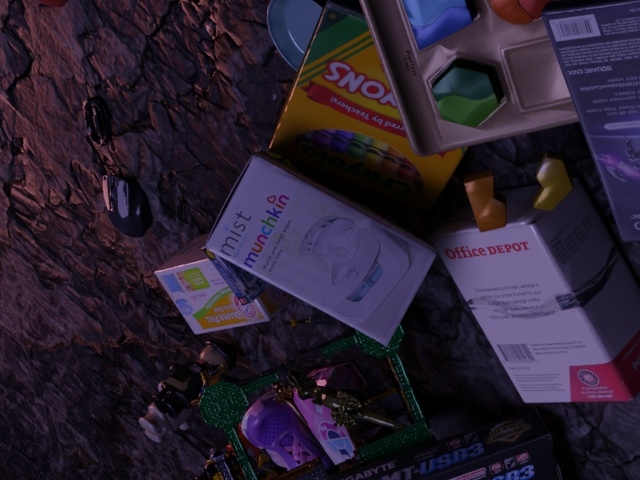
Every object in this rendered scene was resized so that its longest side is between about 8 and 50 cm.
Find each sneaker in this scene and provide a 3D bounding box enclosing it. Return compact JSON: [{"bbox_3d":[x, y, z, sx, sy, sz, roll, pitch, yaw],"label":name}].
[{"bbox_3d":[-0.016,-0.058,2.013,0.144,0.053,0.059,43,147,25],"label":"sneaker"},{"bbox_3d":[-0.028,0.310,2.312,0.104,0.095,0.236,46,173,46],"label":"sneaker"}]

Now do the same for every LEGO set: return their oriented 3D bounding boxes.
[{"bbox_3d":[-0.004,0.221,2.089,0.255,0.331,0.192,58,178,-6],"label":"LEGO set"}]

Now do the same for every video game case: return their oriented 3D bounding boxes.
[{"bbox_3d":[0.340,-0.116,1.501,0.196,0.026,0.274,-3,127,34],"label":"video game case"}]

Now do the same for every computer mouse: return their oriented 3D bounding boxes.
[{"bbox_3d":[-0.306,-0.101,2.318,0.071,0.041,0.242,16,134,41],"label":"computer mouse"}]

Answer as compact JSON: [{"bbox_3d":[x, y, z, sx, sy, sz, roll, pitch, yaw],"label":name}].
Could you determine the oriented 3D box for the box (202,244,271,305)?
[{"bbox_3d":[-0.078,0.008,2.071,0.094,0.137,0.027,55,146,-9],"label":"box"}]

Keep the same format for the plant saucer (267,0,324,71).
[{"bbox_3d":[-0.011,-0.241,1.845,0.119,0.021,0.119,31,143,27],"label":"plant saucer"}]

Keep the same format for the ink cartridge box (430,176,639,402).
[{"bbox_3d":[0.256,0.059,1.765,0.172,0.100,0.237,-9,117,53],"label":"ink cartridge box"}]

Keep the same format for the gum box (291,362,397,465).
[{"bbox_3d":[0.043,0.261,2.256,0.188,0.062,0.107,55,147,-9],"label":"gum box"}]

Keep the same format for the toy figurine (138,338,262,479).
[{"bbox_3d":[-0.157,0.275,2.443,0.213,0.148,0.209,44,153,4],"label":"toy figurine"}]

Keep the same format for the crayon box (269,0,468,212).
[{"bbox_3d":[0.069,-0.148,1.728,0.202,0.081,0.318,20,146,-3],"label":"crayon box"}]

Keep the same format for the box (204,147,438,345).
[{"bbox_3d":[0.000,0.000,1.823,0.231,0.127,0.262,27,-177,-3],"label":"box"}]

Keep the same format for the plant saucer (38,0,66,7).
[{"bbox_3d":[-0.397,-0.447,2.067,0.258,0.048,0.259,51,148,-3],"label":"plant saucer"}]

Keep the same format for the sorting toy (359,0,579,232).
[{"bbox_3d":[0.186,-0.153,1.567,0.229,0.041,0.307,-14,116,16],"label":"sorting toy"}]

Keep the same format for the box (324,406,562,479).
[{"bbox_3d":[0.178,0.386,2.034,0.073,0.295,0.293,-115,5,-60],"label":"box"}]

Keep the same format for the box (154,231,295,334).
[{"bbox_3d":[-0.118,0.049,2.191,0.203,0.103,0.114,-15,112,54],"label":"box"}]
